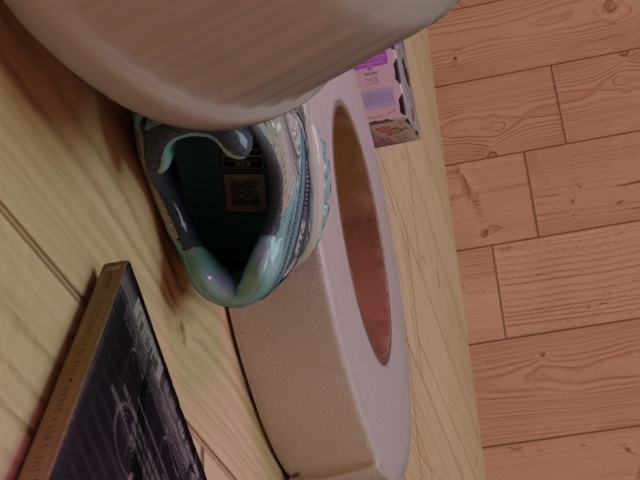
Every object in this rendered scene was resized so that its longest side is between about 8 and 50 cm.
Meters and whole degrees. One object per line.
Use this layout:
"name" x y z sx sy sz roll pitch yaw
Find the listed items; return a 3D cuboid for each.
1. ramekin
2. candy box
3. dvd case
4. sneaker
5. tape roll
"ramekin" -0.027 -0.190 0.523 0.273 0.127 0.272 17 68 -50
"candy box" 0.071 -0.228 1.565 0.165 0.070 0.196 27 53 -78
"dvd case" -0.083 0.135 0.507 0.221 0.018 0.164 -84 163 -59
"sneaker" -0.054 -0.096 0.645 0.122 0.110 0.283 -70 148 -64
"tape roll" 0.000 0.000 0.952 0.392 0.072 0.392 -10 90 -81
